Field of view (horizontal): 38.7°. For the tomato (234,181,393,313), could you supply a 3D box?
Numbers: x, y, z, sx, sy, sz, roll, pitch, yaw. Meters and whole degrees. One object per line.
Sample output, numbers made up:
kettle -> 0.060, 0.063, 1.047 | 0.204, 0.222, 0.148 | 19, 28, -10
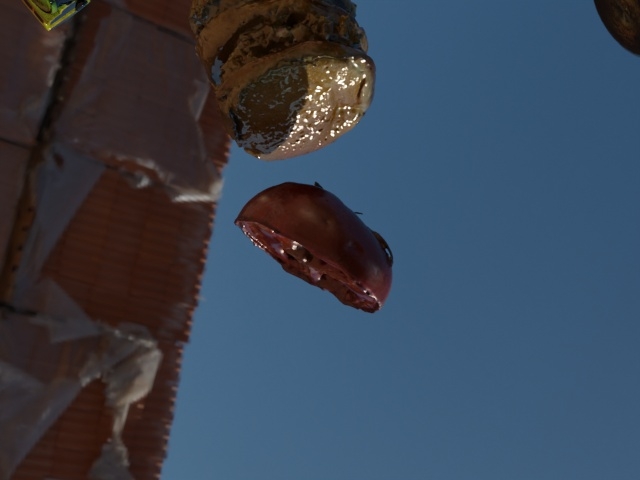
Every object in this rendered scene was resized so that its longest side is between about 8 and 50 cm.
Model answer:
tomato -> 0.000, -0.004, 1.169 | 0.101, 0.228, 0.228 | -58, -156, -15

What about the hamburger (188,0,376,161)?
hamburger -> -0.053, -0.247, 1.200 | 0.245, 0.261, 0.211 | -36, -125, 42

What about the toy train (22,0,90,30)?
toy train -> -0.456, -0.454, 1.347 | 0.100, 0.296, 0.160 | -41, -168, -16

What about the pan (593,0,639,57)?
pan -> 0.267, -0.257, 0.842 | 0.115, 0.040, 0.212 | 73, -9, -68
